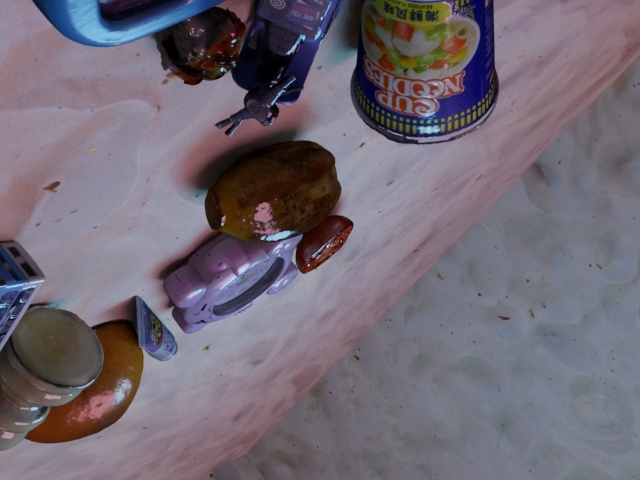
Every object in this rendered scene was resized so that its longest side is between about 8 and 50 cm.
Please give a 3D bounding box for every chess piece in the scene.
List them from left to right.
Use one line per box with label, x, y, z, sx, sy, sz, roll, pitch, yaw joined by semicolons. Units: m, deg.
chess piece;-0.570;0.283;1.455;0.330;0.182;0.182;-44;162;29

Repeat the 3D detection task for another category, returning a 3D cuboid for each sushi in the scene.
sushi;-0.160;-0.267;1.012;0.103;0.097;0.226;11;175;-29

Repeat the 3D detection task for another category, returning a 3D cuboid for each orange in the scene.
orange;-0.533;0.310;1.698;0.274;0.274;0.310;106;7;-59

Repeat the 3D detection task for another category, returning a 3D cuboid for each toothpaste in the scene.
toothpaste;-0.386;0.219;1.770;0.073;0.114;0.299;-5;161;-3

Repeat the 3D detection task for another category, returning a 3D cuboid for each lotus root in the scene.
lotus root;-0.101;-0.091;1.496;0.291;0.193;0.193;-28;158;-39

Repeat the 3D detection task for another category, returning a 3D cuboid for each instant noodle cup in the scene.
instant noodle cup;0.176;-0.361;1.279;0.284;0.284;0.312;-35;153;-14

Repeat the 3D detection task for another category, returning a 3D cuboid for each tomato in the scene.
tomato;-0.003;0.000;2.009;0.174;0.082;0.166;-37;166;-23

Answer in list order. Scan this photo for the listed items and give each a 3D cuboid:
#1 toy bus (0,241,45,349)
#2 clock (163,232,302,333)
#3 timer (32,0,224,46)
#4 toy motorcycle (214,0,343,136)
toy bus;-0.562;0.134;1.209;0.297;0.106;0.131;-50;163;25
clock;-0.198;0.076;1.765;0.322;0.113;0.295;-32;161;-18
timer;-0.167;-0.369;0.780;0.309;0.115;0.340;-34;161;-26
toy motorcycle;-0.053;-0.294;1.085;0.358;0.125;0.212;124;-13;-61
